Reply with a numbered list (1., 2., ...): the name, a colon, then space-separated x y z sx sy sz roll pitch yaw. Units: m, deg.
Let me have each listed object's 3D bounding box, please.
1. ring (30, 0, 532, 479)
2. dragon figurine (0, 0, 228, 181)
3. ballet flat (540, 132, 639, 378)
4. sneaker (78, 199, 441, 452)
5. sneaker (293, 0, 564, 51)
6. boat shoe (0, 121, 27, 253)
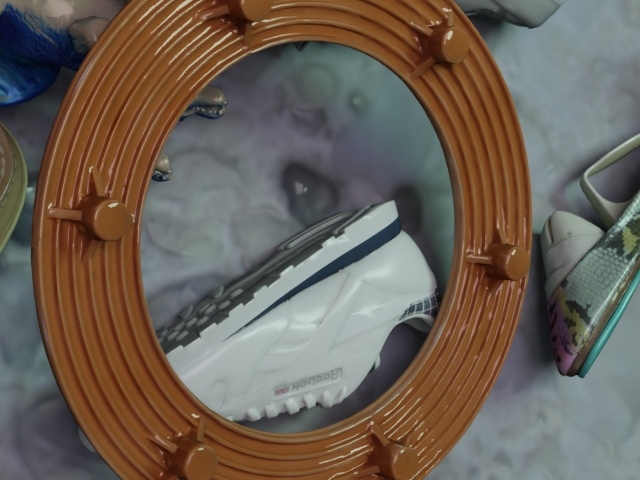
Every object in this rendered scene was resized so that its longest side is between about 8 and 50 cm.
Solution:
1. ring: 0.000 0.000 0.841 0.337 0.032 0.336 -5 99 -37
2. dragon figurine: -0.170 -0.126 0.835 0.289 0.144 0.085 27 64 -19
3. ballet flat: 0.193 -0.009 0.993 0.079 0.077 0.221 37 66 9
4. sneaker: -0.029 0.068 0.894 0.235 0.090 0.094 -32 103 -19
5. sneaker: 0.018 -0.170 0.955 0.281 0.105 0.115 12 112 -21
6. boat shoe: -0.275 0.028 0.771 0.121 0.110 0.341 44 58 4
